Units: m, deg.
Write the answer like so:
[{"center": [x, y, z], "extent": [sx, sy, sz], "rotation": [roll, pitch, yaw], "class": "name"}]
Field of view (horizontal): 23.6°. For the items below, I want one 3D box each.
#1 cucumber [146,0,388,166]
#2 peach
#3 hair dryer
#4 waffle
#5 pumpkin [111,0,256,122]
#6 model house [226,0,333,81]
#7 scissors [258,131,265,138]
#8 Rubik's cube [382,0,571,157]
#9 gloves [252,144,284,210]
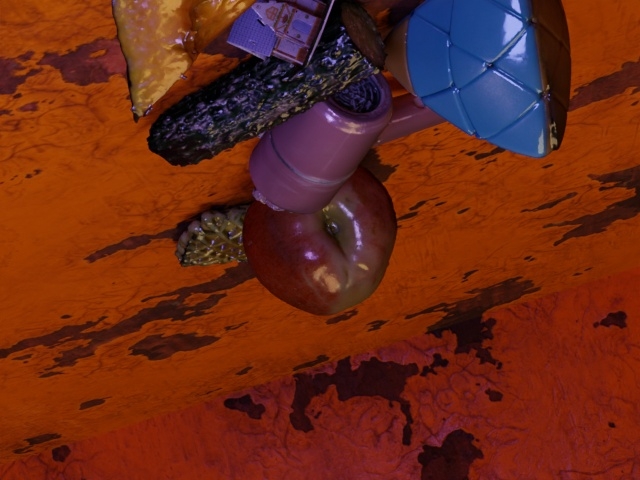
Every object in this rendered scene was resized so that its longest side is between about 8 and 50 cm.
[{"center": [-0.086, -0.173, 1.846], "extent": [0.359, 0.096, 0.096], "rotation": [-25, 162, 31], "class": "cucumber"}, {"center": [0.000, 0.000, 2.296], "extent": [0.232, 0.232, 0.256], "rotation": [-13, 174, -12], "class": "peach"}, {"center": [0.088, -0.172, 2.019], "extent": [0.352, 0.125, 0.210], "rotation": [-22, 161, -34], "class": "hair dryer"}, {"center": [-0.130, -0.008, 2.431], "extent": [0.208, 0.054, 0.214], "rotation": [-10, 162, -29], "class": "waffle"}, {"center": [-0.137, -0.259, 1.527], "extent": [0.254, 0.130, 0.149], "rotation": [-39, 116, 22], "class": "pumpkin"}, {"center": [-0.044, -0.243, 1.656], "extent": [0.088, 0.117, 0.167], "rotation": [21, -179, -7], "class": "model house"}, {"center": [-0.054, -0.180, 1.993], "extent": [0.100, 0.015, 0.189], "rotation": [-17, 163, -8], "class": "scissors"}, {"center": [0.178, -0.245, 1.796], "extent": [0.254, 0.254, 0.254], "rotation": [-15, 164, -4], "class": "Rubik's cube"}, {"center": [-0.045, -0.086, 2.128], "extent": [0.110, 0.094, 0.144], "rotation": [6, -178, 15], "class": "gloves"}]
